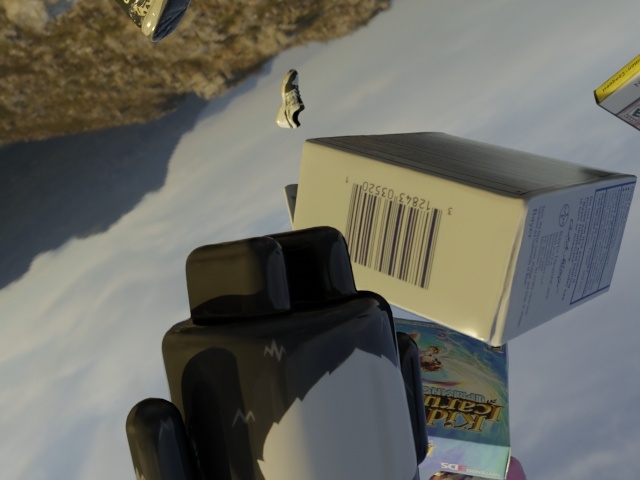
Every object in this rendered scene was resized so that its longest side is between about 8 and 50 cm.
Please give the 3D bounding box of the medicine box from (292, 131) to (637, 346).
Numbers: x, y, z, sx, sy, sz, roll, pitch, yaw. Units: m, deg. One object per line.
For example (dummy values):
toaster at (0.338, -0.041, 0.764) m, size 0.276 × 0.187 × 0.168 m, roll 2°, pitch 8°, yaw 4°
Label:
medicine box at (0.160, -0.022, 0.929) m, size 0.264 × 0.149 × 0.289 m, roll 20°, pitch -161°, yaw 36°

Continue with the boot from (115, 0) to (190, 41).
boot at (-0.233, -0.404, 1.098) m, size 0.236 × 0.179 × 0.085 m, roll -57°, pitch 171°, yaw 31°

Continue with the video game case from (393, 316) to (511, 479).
video game case at (0.118, 0.197, 1.136) m, size 0.270 × 0.061 × 0.244 m, roll 7°, pitch -149°, yaw 7°

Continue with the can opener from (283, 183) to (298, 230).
can opener at (0.000, 0.000, 1.480) m, size 0.095 × 0.076 × 0.283 m, roll -46°, pitch -134°, yaw 39°

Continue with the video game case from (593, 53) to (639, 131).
video game case at (0.599, -0.230, 1.256) m, size 0.248 × 0.275 × 0.035 m, roll -43°, pitch -148°, yaw 42°

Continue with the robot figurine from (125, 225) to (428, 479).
robot figurine at (-0.018, 0.133, 0.605) m, size 0.209 × 0.278 × 0.173 m, roll -9°, pitch -179°, yaw -2°

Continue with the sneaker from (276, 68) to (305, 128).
sneaker at (-0.036, -0.198, 1.181) m, size 0.037 × 0.083 × 0.032 m, roll 18°, pitch -160°, yaw 23°

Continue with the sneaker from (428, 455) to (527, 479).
sneaker at (0.205, 0.370, 1.227) m, size 0.236 × 0.095 × 0.104 m, roll -53°, pitch -163°, yaw 34°
